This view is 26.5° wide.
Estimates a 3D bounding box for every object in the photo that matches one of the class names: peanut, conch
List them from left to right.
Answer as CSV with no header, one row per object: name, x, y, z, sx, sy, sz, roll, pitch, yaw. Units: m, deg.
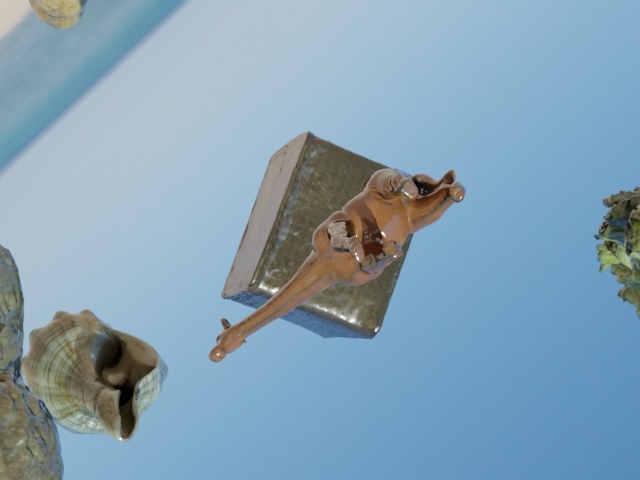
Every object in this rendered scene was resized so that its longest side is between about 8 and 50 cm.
peanut,-0.404,-0.381,2.110,0.099,0.099,0.214,-45,-168,-14
conch,-0.312,0.210,1.938,0.203,0.169,0.386,-23,-142,-19

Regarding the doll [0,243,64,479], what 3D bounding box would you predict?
doll,-0.163,0.122,0.714,0.091,0.286,0.202,-25,-174,-5

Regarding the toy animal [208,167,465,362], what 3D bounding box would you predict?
toy animal,0.007,0.022,1.143,0.224,0.066,0.229,-45,-170,-17

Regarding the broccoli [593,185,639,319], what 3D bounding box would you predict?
broccoli,0.441,0.085,1.278,0.275,0.397,0.353,-20,156,7

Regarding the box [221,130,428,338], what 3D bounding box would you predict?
box,-0.002,-0.001,1.479,0.273,0.143,0.184,162,-52,-78
